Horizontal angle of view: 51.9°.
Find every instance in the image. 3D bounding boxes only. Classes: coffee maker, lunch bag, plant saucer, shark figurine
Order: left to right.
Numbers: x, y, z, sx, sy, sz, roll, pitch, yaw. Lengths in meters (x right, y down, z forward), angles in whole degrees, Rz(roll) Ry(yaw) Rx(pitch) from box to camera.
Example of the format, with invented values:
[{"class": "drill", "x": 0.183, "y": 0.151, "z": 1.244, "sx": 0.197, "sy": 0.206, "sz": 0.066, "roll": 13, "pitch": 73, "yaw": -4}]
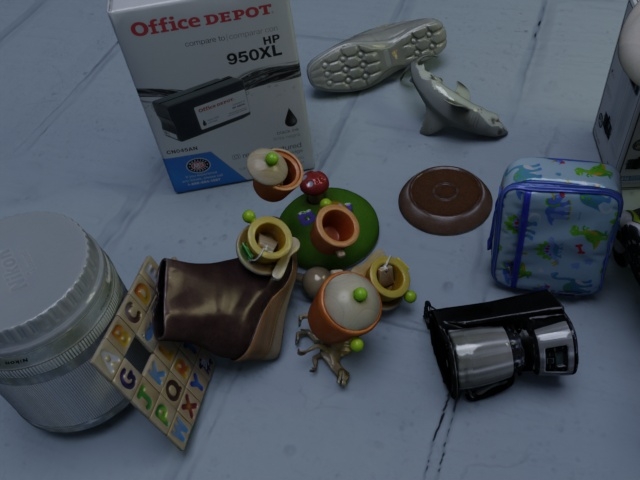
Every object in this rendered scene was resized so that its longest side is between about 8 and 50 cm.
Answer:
[{"class": "shark figurine", "x": 0.222, "y": -0.276, "z": 1.312, "sx": 0.166, "sy": 0.116, "sz": 0.278, "roll": -7, "pitch": 47, "yaw": -45}, {"class": "plant saucer", "x": 0.224, "y": -0.080, "z": 1.183, "sx": 0.168, "sy": 0.029, "sz": 0.168, "roll": -4, "pitch": 50, "yaw": 4}, {"class": "coffee maker", "x": 0.252, "y": 0.129, "z": 0.936, "sx": 0.178, "sy": 0.120, "sz": 0.171, "roll": -10, "pitch": 48, "yaw": -1}, {"class": "lunch bag", "x": 0.344, "y": -0.015, "z": 0.983, "sx": 0.176, "sy": 0.219, "sz": 0.090, "roll": 8, "pitch": 45, "yaw": 14}]

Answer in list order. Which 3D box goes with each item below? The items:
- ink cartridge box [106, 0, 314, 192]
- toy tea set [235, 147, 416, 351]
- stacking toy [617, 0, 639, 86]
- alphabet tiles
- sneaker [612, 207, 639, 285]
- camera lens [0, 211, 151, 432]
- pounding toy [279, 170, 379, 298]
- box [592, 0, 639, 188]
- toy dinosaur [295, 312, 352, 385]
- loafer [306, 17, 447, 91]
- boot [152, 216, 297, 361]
[{"class": "ink cartridge box", "x": -0.179, "y": -0.300, "z": 1.185, "sx": 0.285, "sy": 0.395, "sz": 0.166, "roll": -11, "pitch": 48, "yaw": -1}, {"class": "toy tea set", "x": 0.000, "y": 0.000, "z": 0.969, "sx": 0.336, "sy": 0.124, "sz": 0.200, "roll": 44, "pitch": 57, "yaw": 2}, {"class": "stacking toy", "x": 0.615, "y": -0.129, "z": 0.887, "sx": 0.350, "sy": 0.480, "sz": 0.350, "roll": -18, "pitch": 39, "yaw": 15}, {"class": "alphabet tiles", "x": -0.215, "y": 0.143, "z": 0.940, "sx": 0.009, "sy": 0.198, "sz": 0.237, "roll": -16, "pitch": 35, "yaw": 25}, {"class": "sneaker", "x": 0.496, "y": -0.001, "z": 0.932, "sx": 0.121, "sy": 0.111, "sz": 0.300, "roll": -17, "pitch": 12, "yaw": 14}, {"class": "camera lens", "x": -0.372, "y": 0.122, "z": 0.924, "sx": 0.219, "sy": 0.274, "sz": 0.219, "roll": -4, "pitch": 49, "yaw": 4}, {"class": "pounding toy", "x": -0.006, "y": -0.031, "z": 1.118, "sx": 0.183, "sy": 0.110, "sz": 0.237, "roll": 22, "pitch": 55, "yaw": 25}, {"class": "box", "x": 0.547, "y": -0.244, "z": 1.106, "sx": 0.087, "sy": 0.290, "sz": 0.169, "roll": -1, "pitch": 48, "yaw": 7}, {"class": "toy dinosaur", "x": 0.010, "y": 0.143, "z": 1.015, "sx": 0.092, "sy": 0.053, "sz": 0.183, "roll": 6, "pitch": 56, "yaw": -7}, {"class": "loafer", "x": 0.118, "y": -0.406, "z": 1.439, "sx": 0.319, "sy": 0.112, "sz": 0.111, "roll": -18, "pitch": 27, "yaw": -8}, {"class": "boot", "x": -0.139, "y": 0.051, "z": 0.985, "sx": 0.090, "sy": 0.207, "sz": 0.248, "roll": -23, "pitch": 56, "yaw": 44}]
